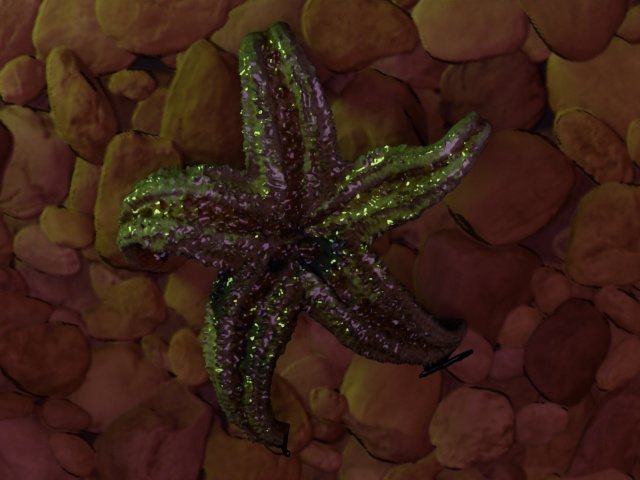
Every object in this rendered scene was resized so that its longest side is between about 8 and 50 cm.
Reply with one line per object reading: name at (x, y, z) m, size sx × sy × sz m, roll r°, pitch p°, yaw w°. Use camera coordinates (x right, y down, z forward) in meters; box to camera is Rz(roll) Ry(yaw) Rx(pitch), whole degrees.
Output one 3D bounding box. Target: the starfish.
starfish at (0.003, -0.001, 1.095) m, size 0.312 × 0.113 × 0.303 m, roll -43°, pitch 100°, yaw 14°
